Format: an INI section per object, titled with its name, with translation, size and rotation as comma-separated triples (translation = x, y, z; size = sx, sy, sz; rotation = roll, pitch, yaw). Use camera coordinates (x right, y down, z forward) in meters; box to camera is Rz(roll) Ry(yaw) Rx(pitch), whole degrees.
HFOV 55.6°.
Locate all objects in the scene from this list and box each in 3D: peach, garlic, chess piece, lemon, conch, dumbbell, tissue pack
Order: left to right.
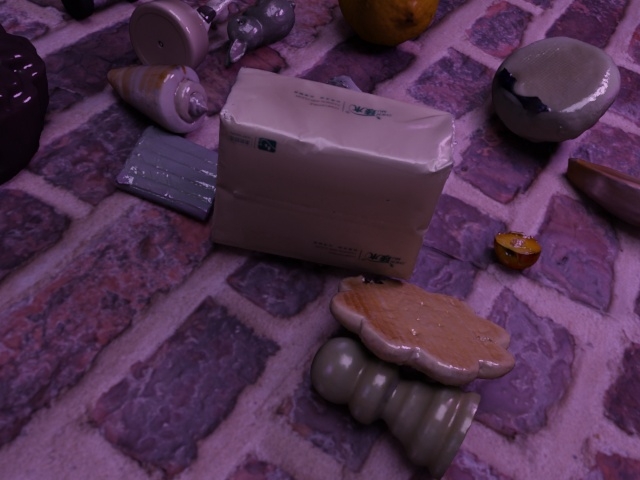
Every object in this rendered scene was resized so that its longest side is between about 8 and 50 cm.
[dumbbell]
translation = -0.523, -0.609, 1.466
size = 0.100, 0.100, 0.191
rotation = 40, 54, 18
[conch]
translation = -0.331, -0.321, 1.254
size = 0.255, 0.127, 0.158
rotation = 29, 40, 11
[tissue pack]
translation = 0.016, -0.111, 1.059
size = 0.381, 0.297, 0.207
rotation = 11, 45, 0
[chess piece]
translation = 0.100, 0.240, 0.935
size = 0.251, 0.144, 0.144
rotation = 26, 50, 15
[lemon]
translation = 0.174, -0.645, 1.567
size = 0.293, 0.293, 0.293
rotation = 7, 51, -9
[peach]
translation = 0.392, 0.023, 1.223
size = 0.098, 0.061, 0.098
rotation = 9, 28, -5
[garlic]
translation = 0.698, -0.100, 1.367
size = 0.318, 0.112, 0.143
rotation = 39, 30, 25

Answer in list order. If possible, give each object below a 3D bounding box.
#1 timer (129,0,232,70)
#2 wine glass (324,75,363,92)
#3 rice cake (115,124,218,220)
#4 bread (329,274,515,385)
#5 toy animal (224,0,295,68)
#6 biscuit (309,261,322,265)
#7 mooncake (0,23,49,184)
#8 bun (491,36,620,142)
[timer]
translation = -0.288, -0.498, 1.403
size = 0.175, 0.175, 0.266
rotation = 29, 45, 9
[wine glass]
translation = -0.008, -0.243, 1.273
size = 0.197, 0.164, 0.165
rotation = -26, 62, -26
[rice cake]
translation = -0.281, -0.134, 1.189
size = 0.198, 0.037, 0.189
rotation = 17, 50, 0
[bread]
translation = 0.166, 0.142, 0.996
size = 0.316, 0.054, 0.316
rotation = 16, 17, -5
[toy animal]
translation = -0.162, -0.515, 1.472
size = 0.236, 0.138, 0.108
rotation = -44, 106, -40
[biscuit]
translation = 0.000, 0.000, 1.168
size = 0.120, 0.015, 0.120
rotation = 7, 50, -8
[mooncake]
translation = -0.688, -0.270, 1.095
size = 0.381, 0.212, 0.350
rotation = 32, 45, 9
[bun]
translation = 0.569, -0.345, 1.486
size = 0.294, 0.187, 0.293
rotation = -8, 57, 13
